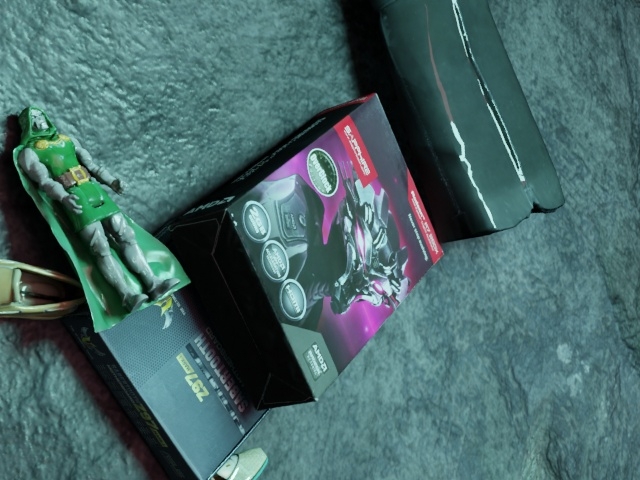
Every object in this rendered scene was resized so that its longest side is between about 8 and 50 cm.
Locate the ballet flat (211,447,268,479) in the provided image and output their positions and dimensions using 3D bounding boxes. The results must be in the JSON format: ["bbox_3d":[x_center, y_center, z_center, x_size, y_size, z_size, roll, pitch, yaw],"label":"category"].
[{"bbox_3d":[-0.118,0.272,1.262,0.052,0.057,0.168,52,51,-13],"label":"ballet flat"}]

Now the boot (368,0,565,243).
[{"bbox_3d":[0.233,-0.245,1.562,0.367,0.146,0.445,-20,84,-32],"label":"boot"}]

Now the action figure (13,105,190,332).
[{"bbox_3d":[-0.232,-0.035,1.158,0.232,0.063,0.137,54,37,5],"label":"action figure"}]

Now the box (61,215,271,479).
[{"bbox_3d":[-0.144,0.117,1.255,0.183,0.059,0.233,-45,114,-38],"label":"box"}]

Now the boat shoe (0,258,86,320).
[{"bbox_3d":[-0.306,0.042,1.101,0.190,0.072,0.068,1,82,-44],"label":"boat shoe"}]

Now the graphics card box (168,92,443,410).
[{"bbox_3d":[0.000,0.000,1.341,0.371,0.094,0.233,-41,112,-52],"label":"graphics card box"}]
